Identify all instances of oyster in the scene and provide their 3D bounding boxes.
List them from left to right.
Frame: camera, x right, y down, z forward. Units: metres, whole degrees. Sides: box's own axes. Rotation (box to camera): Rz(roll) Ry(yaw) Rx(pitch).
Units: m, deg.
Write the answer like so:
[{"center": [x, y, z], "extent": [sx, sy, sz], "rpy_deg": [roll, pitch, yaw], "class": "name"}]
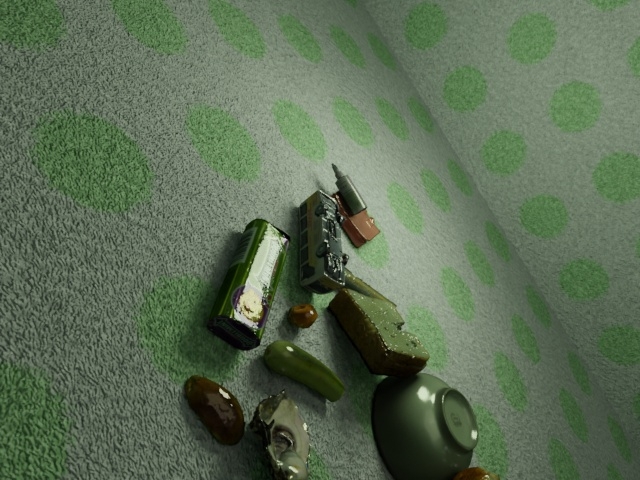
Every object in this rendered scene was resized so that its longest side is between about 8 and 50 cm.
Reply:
[{"center": [-0.085, 0.446, 1.110], "extent": [0.214, 0.083, 0.223], "rpy_deg": [69, 17, 1], "class": "oyster"}]

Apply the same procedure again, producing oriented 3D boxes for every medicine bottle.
[{"center": [0.091, -0.186, 1.758], "extent": [0.058, 0.058, 0.199], "rpy_deg": [-22, 80, -56], "class": "medicine bottle"}]

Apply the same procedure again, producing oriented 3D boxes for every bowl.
[{"center": [0.331, 0.539, 1.463], "extent": [0.354, 0.185, 0.353], "rpy_deg": [32, 41, -33], "class": "bowl"}]

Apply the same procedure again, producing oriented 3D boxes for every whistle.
[{"center": [0.135, 0.166, 1.630], "extent": [0.326, 0.057, 0.068], "rpy_deg": [39, 39, -26], "class": "whistle"}]

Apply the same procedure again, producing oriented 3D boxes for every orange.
[{"center": [-0.046, 0.207, 1.356], "extent": [0.086, 0.086, 0.062], "rpy_deg": [-30, 111, -56], "class": "orange"}]

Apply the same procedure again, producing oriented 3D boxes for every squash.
[{"center": [-0.042, 0.326, 1.266], "extent": [0.250, 0.083, 0.083], "rpy_deg": [39, 38, -30], "class": "squash"}]

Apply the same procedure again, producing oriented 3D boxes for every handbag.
[{"center": [0.123, -0.091, 1.819], "extent": [0.212, 0.059, 0.157], "rpy_deg": [56, 34, 0], "class": "handbag"}]

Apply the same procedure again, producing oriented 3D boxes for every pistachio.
[{"center": [-0.210, 0.348, 1.056], "extent": [0.173, 0.049, 0.089], "rpy_deg": [55, 33, -5], "class": "pistachio"}]

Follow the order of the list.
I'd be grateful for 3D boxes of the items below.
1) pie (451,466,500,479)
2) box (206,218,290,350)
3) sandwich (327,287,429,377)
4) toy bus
[{"center": [0.326, 0.696, 1.244], "extent": [0.092, 0.315, 0.315], "rpy_deg": [42, 32, 12], "class": "pie"}, {"center": [-0.168, 0.097, 1.266], "extent": [0.134, 0.097, 0.345], "rpy_deg": [41, 37, -22], "class": "box"}, {"center": [0.181, 0.277, 1.483], "extent": [0.249, 0.095, 0.273], "rpy_deg": [21, 24, -43], "class": "sandwich"}, {"center": [0.000, 0.000, 1.520], "extent": [0.097, 0.138, 0.342], "rpy_deg": [32, 41, -35], "class": "toy bus"}]
